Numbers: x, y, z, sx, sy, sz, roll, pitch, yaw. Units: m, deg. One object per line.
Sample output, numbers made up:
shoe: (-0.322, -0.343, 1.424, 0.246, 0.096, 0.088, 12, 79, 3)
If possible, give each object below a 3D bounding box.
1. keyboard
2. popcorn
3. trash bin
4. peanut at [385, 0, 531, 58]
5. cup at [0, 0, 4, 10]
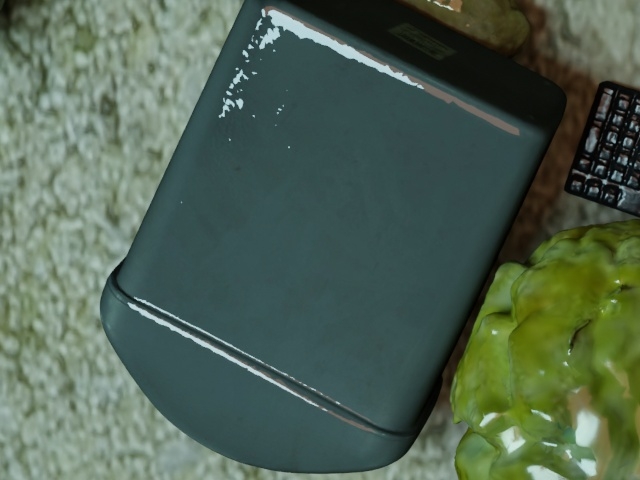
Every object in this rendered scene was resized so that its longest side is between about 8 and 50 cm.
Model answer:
keyboard: (0.227, -0.019, 0.836, 0.204, 0.013, 0.061, 20, 104, 12)
popcorn: (0.142, 0.088, 0.804, 0.198, 0.198, 0.212, 31, 132, 9)
trash bin: (0.000, 0.000, 0.839, 0.177, 0.101, 0.236, 28, 116, 7)
peanut: (0.054, -0.125, 0.849, 0.113, 0.054, 0.054, 27, 106, 7)
cup: (-0.275, -0.219, 0.868, 0.257, 0.227, 0.301, 18, 75, -1)
